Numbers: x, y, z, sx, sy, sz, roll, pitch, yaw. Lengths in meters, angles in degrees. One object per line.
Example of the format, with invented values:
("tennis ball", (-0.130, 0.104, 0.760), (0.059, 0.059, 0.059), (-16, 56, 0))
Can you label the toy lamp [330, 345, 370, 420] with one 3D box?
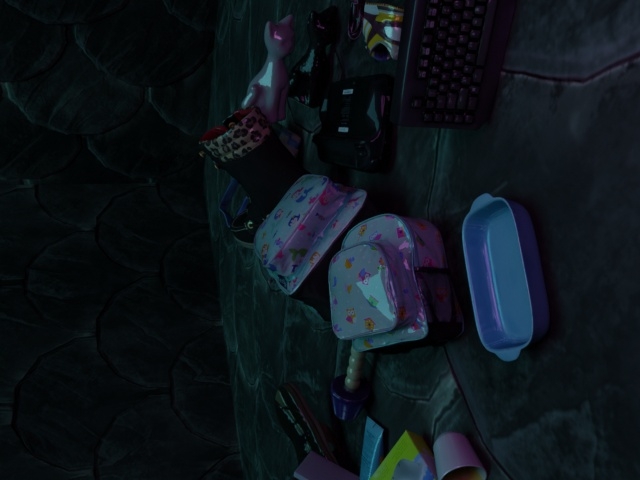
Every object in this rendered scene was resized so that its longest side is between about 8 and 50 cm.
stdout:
("toy lamp", (0.065, 0.214, 1.113), (0.080, 0.080, 0.275), (-120, 33, -57))

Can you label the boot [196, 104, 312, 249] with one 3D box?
("boot", (-0.144, -0.124, 1.305), (0.284, 0.138, 0.377), (50, 153, -22))

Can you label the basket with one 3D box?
("basket", (-0.179, -0.180, 1.597), (0.289, 0.201, 0.255), (-58, 24, 7))

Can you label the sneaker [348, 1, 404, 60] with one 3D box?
("sneaker", (0.088, -0.332, 0.975), (0.185, 0.069, 0.084), (-129, 45, -65))

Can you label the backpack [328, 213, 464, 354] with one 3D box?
("backpack", (0.096, 0.056, 0.858), (0.165, 0.144, 0.189), (-25, 60, 50))

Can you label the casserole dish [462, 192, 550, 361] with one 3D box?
("casserole dish", (0.209, 0.039, 0.686), (0.114, 0.036, 0.189), (138, 127, -68))

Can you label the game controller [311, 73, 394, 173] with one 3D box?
("game controller", (0.058, -0.218, 1.132), (0.319, 0.067, 0.167), (-147, 71, -69))

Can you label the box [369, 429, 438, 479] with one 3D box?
("box", (0.141, 0.374, 0.875), (0.109, 0.042, 0.178), (-57, 26, 11))

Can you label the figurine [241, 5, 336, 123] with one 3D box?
("figurine", (-0.056, -0.366, 1.245), (0.092, 0.215, 0.210), (37, 133, 21))

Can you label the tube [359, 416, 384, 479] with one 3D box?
("tube", (0.092, 0.435, 1.112), (0.080, 0.052, 0.207), (-177, 90, -68))

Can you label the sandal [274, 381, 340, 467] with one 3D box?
("sandal", (-0.003, 0.447, 1.341), (0.120, 0.086, 0.303), (-42, 65, 40))

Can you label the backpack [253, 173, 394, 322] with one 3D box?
("backpack", (0.000, 0.000, 1.063), (0.225, 0.191, 0.253), (-53, 14, 0))

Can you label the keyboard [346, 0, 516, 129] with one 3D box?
("keyboard", (0.119, -0.279, 0.657), (0.033, 0.201, 0.317), (-99, 13, -65))

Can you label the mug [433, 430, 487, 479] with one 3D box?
("mug", (0.174, 0.291, 0.800), (0.064, 0.062, 0.078), (-103, 25, -54))

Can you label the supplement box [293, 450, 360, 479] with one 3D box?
("supplement box", (0.006, 0.565, 1.257), (0.130, 0.073, 0.240), (21, 121, 23))
